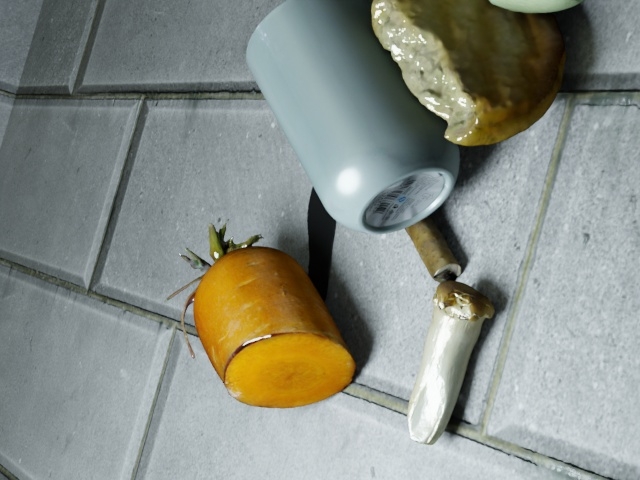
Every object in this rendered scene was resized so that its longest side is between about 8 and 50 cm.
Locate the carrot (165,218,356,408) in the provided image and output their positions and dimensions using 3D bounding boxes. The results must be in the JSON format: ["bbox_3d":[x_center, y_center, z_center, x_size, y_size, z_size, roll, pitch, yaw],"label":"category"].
[{"bbox_3d":[-0.095,0.119,1.848,0.214,0.193,0.331,-39,42,10],"label":"carrot"}]

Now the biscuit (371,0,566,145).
[{"bbox_3d":[0.202,-0.241,1.574,0.091,0.213,0.274,94,155,-52],"label":"biscuit"}]

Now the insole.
[{"bbox_3d":[0.001,0.000,1.941,0.080,0.003,0.232,-25,56,49],"label":"insole"}]

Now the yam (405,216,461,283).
[{"bbox_3d":[0.121,-0.058,1.744,0.045,0.045,0.327,-62,33,32],"label":"yam"}]

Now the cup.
[{"bbox_3d":[0.049,-0.171,1.667,0.205,0.205,0.312,-47,57,35],"label":"cup"}]

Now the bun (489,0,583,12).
[{"bbox_3d":[0.278,-0.393,1.542,0.221,0.108,0.221,-7,63,13],"label":"bun"}]

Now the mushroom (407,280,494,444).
[{"bbox_3d":[0.161,0.157,1.569,0.084,0.071,0.209,17,93,29],"label":"mushroom"}]
